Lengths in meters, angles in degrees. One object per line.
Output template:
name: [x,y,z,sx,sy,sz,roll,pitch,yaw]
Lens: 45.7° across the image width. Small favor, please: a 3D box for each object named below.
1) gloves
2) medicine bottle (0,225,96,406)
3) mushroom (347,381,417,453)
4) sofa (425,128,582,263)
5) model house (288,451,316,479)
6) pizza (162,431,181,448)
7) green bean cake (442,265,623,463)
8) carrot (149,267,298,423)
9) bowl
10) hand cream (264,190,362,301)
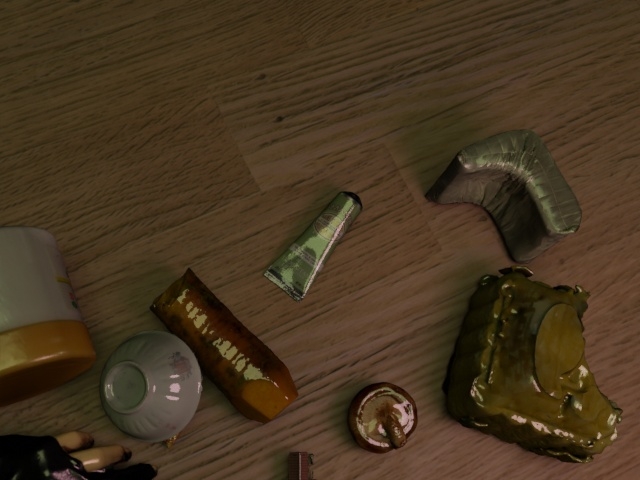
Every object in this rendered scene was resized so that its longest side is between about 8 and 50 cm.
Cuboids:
gloves: [-0.398,0.397,1.193,0.301,0.152,0.197,0,99,-24]
medicine bottle: [-0.504,0.126,1.202,0.238,0.238,0.231,-19,75,-15]
mushroom: [0.108,0.307,1.324,0.127,0.087,0.127,4,74,-12]
sofa: [0.342,-0.066,1.421,0.176,0.210,0.225,-22,78,-17]
model house: [-0.028,0.402,1.286,0.057,0.058,0.083,3,72,-9]
pizza: [-0.265,0.304,1.294,0.100,0.029,0.099,-15,76,-13]
green bean cake: [0.399,0.214,1.345,0.285,0.202,0.309,19,71,-5]
carrot: [-0.167,0.181,1.308,0.114,0.114,0.302,-42,82,-19]
bowl: [-0.295,0.237,1.240,0.189,0.086,0.188,-3,81,16]
hand cream: [0.000,0.000,1.427,0.086,0.055,0.235,38,78,6]
